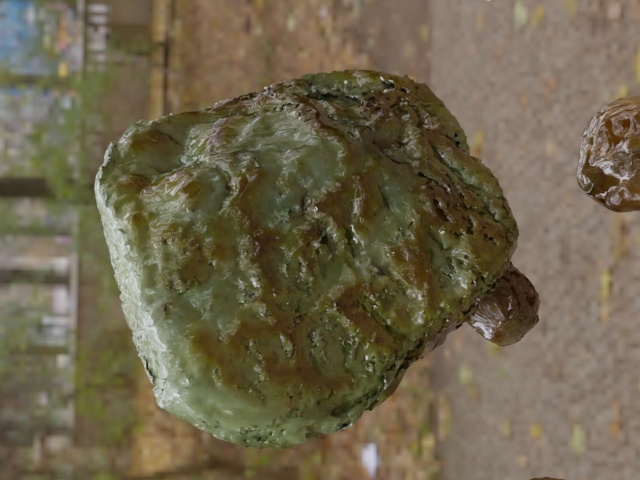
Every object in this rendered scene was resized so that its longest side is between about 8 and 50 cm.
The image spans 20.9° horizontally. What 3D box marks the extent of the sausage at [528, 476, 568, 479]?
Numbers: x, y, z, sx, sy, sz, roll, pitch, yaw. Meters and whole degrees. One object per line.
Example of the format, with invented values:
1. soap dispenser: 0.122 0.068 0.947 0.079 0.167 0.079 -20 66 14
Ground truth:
1. sausage: 0.244 0.419 1.917 0.112 0.112 0.328 -109 20 -67

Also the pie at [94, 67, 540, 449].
1. pie: -0.026 -0.002 1.695 0.395 0.418 0.180 55 148 27

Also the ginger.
1. ginger: 0.411 -0.054 1.744 0.172 0.321 0.165 -57 17 8
